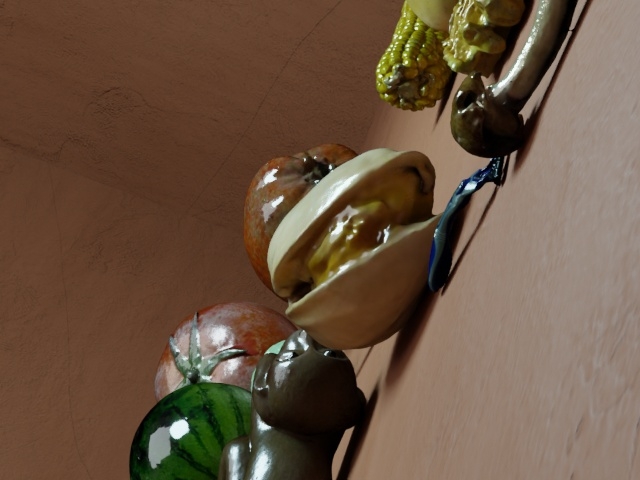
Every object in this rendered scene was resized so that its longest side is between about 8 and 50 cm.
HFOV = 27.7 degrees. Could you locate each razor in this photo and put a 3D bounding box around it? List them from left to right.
[{"bbox_3d":[0.110,-0.014,1.042,0.044,0.028,0.154,-72,3,-46],"label":"razor"}]

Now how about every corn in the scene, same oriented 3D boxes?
[{"bbox_3d":[0.148,-0.282,1.814,0.313,0.102,0.102,-68,0,-50],"label":"corn"}]

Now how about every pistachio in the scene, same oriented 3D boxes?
[{"bbox_3d":[0.042,0.011,1.206,0.229,0.157,0.157,-50,16,46],"label":"pistachio"}]

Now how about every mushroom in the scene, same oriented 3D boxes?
[{"bbox_3d":[0.147,-0.143,0.930,0.061,0.060,0.187,-76,9,-64],"label":"mushroom"}]

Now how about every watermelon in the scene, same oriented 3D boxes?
[{"bbox_3d":[-0.148,0.317,1.815,0.242,0.242,0.242,-160,90,-88],"label":"watermelon"}]

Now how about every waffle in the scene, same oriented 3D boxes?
[{"bbox_3d":[0.173,-0.247,1.289,0.211,0.055,0.160,-73,3,-75],"label":"waffle"}]

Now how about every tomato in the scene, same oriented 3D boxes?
[{"bbox_3d":[-0.132,0.230,2.111,0.265,0.265,0.264,-160,90,-88],"label":"tomato"}]

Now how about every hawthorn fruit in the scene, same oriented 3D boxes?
[{"bbox_3d":[0.000,0.000,1.793,0.262,0.211,0.210,86,-163,-48],"label":"hawthorn fruit"}]

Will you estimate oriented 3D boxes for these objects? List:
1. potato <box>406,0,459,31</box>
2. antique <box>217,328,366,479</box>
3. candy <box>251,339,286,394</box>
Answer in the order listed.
[{"bbox_3d":[0.162,-0.347,1.454,0.150,0.146,0.233,-59,-24,-58],"label":"potato"},{"bbox_3d":[-0.030,0.215,1.301,0.143,0.121,0.256,149,141,-76],"label":"antique"},{"bbox_3d":[0.024,0.102,1.510,0.440,0.119,0.119,123,169,-52],"label":"candy"}]
